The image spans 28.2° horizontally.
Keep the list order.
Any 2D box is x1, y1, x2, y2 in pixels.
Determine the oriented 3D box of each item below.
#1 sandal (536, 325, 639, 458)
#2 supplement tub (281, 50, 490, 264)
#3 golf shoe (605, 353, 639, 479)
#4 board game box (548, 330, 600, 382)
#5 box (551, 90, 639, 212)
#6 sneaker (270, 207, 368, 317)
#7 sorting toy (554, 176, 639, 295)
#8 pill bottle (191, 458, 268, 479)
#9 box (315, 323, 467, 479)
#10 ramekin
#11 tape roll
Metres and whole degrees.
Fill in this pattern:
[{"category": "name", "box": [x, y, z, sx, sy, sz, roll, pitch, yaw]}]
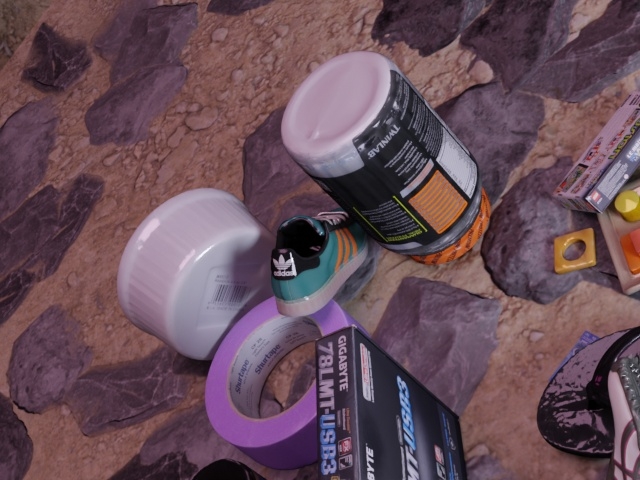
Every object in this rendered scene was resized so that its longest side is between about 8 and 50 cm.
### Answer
[{"category": "sandal", "box": [0.470, 0.150, 1.601, 0.445, 0.107, 0.168, -20, 50, 24]}, {"category": "supplement tub", "box": [0.111, -0.115, 1.946, 0.207, 0.338, 0.207, -22, 46, 25]}, {"category": "golf shoe", "box": [0.377, 0.276, 1.518, 0.120, 0.105, 0.273, -21, 79, 35]}, {"category": "board game box", "box": [0.372, 0.179, 1.737, 0.090, 0.020, 0.090, -53, 42, -6]}, {"category": "box", "box": [0.439, -0.133, 1.883, 0.207, 0.036, 0.114, -51, 15, -5]}, {"category": "sneaker", "box": [0.000, 0.000, 2.037, 0.108, 0.121, 0.302, -2, 26, 20]}, {"category": "sorting toy", "box": [0.481, -0.035, 1.795, 0.347, 0.047, 0.196, -27, 45, 21]}, {"category": "pill bottle", "box": [-0.086, 0.404, 1.789, 0.122, 0.219, 0.123, -22, 47, 25]}, {"category": "box", "box": [0.101, 0.303, 1.658, 0.073, 0.293, 0.296, -24, 45, 23]}, {"category": "ramekin", "box": [-0.186, 0.065, 2.111, 0.277, 0.277, 0.135, -51, 49, -5]}, {"category": "tape roll", "box": [-0.047, 0.217, 2.006, 0.274, 0.090, 0.275, -23, 46, 26]}]
